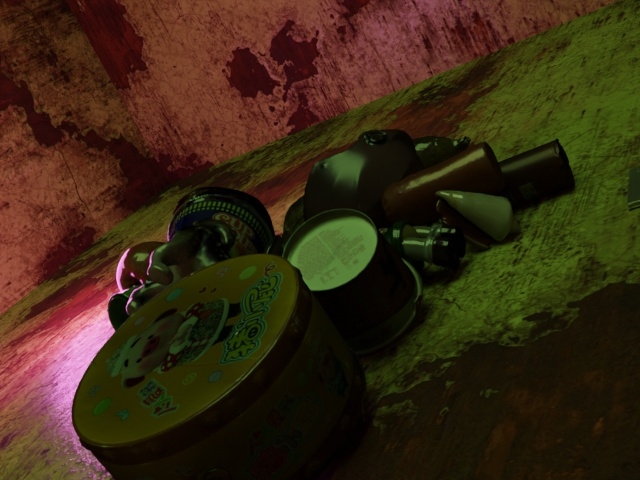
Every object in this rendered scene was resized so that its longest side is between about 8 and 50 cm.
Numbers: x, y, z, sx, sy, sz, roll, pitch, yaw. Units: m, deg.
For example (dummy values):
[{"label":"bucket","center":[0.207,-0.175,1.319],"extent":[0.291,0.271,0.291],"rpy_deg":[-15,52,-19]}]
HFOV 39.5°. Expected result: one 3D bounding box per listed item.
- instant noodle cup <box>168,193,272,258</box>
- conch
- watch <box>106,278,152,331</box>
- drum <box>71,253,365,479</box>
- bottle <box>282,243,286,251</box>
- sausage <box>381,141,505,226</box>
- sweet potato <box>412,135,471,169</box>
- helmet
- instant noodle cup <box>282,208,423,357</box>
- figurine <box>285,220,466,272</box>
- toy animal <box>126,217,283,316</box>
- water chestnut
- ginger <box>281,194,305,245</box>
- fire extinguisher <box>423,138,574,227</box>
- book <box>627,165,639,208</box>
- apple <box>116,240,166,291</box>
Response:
[{"label":"instant noodle cup","center":[-0.269,0.081,2.127],"extent":[0.284,0.284,0.312],"rpy_deg":[-22,25,18]},{"label":"conch","center":[0.311,-0.046,1.766],"extent":[0.176,0.104,0.094],"rpy_deg":[13,39,-7]},{"label":"watch","center":[-0.474,0.172,2.308],"extent":[0.152,0.165,0.131],"rpy_deg":[10,24,36]},{"label":"drum","center":[-0.156,0.229,1.376],"extent":[0.431,0.214,0.431],"rpy_deg":[-26,26,14]},{"label":"bottle","center":[0.000,0.000,2.199],"extent":[0.330,0.093,0.093],"rpy_deg":[-37,18,-32]},{"label":"sausage","center":[0.249,-0.103,1.850],"extent":[0.259,0.113,0.113],"rpy_deg":[-25,15,20]},{"label":"sweet potato","center":[0.234,-0.192,2.350],"extent":[0.370,0.157,0.158],"rpy_deg":[-7,25,36]},{"label":"helmet","center":[0.136,-0.094,2.023],"extent":[0.338,0.271,0.197],"rpy_deg":[-23,41,-22]},{"label":"instant noodle cup","center":[0.047,0.065,1.589],"extent":[0.235,0.178,0.234],"rpy_deg":[-14,47,16]},{"label":"figurine","center":[0.105,0.034,1.796],"extent":[0.370,0.167,0.281],"rpy_deg":[-8,26,30]},{"label":"toy animal","center":[-0.183,0.081,1.846],"extent":[0.302,0.344,0.194],"rpy_deg":[-50,-18,-51]},{"label":"water chestnut","center":[-0.258,-0.024,2.388],"extent":[0.244,0.289,0.289],"rpy_deg":[-32,12,26]},{"label":"ginger","center":[-0.028,-0.068,2.396],"extent":[0.219,0.123,0.270],"rpy_deg":[-50,18,-2]},{"label":"fire extinguisher","center":[0.367,-0.093,1.897],"extent":[0.337,0.106,0.147],"rpy_deg":[-22,41,22]},{"label":"book","center":[0.636,-0.116,1.657],"extent":[0.127,0.014,0.181],"rpy_deg":[-19,17,27]},{"label":"apple","center":[-0.476,0.092,2.527],"extent":[0.188,0.188,0.174],"rpy_deg":[-18,15,32]}]
